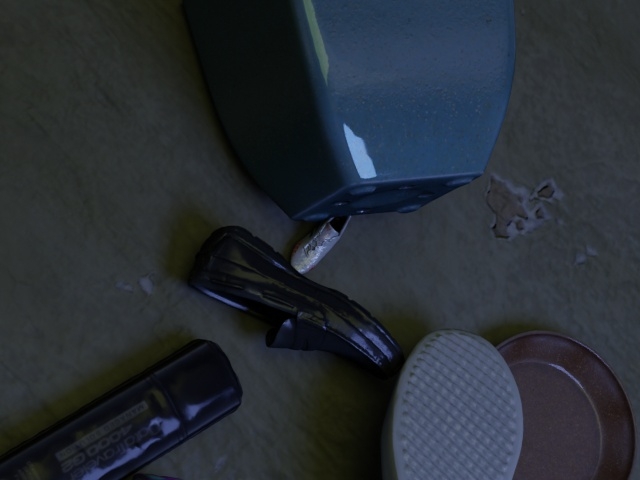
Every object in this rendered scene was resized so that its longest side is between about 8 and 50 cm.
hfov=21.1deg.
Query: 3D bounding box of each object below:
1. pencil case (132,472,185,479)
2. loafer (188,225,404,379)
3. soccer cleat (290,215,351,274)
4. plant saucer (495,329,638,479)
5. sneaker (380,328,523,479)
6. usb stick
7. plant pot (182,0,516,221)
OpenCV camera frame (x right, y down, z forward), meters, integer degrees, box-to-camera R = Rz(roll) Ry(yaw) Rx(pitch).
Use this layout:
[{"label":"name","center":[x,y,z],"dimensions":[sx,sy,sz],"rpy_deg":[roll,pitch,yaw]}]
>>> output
[{"label":"pencil case","center":[-0.147,0.282,1.507],"dimensions":[0.070,0.064,0.152],"rpy_deg":[42,52,-53]},{"label":"loafer","center":[-0.024,0.073,1.627],"dimensions":[0.223,0.076,0.078],"rpy_deg":[33,68,-7]},{"label":"soccer cleat","center":[0.000,0.000,1.679],"dimensions":[0.029,0.035,0.083],"rpy_deg":[46,60,-4]},{"label":"plant saucer","center":[0.226,0.190,1.724],"dimensions":[0.198,0.036,0.199],"rpy_deg":[8,70,-22]},{"label":"sneaker","center":[0.100,0.259,1.594],"dimensions":[0.135,0.150,0.366],"rpy_deg":[16,54,-11]},{"label":"usb stick","center":[-0.189,0.178,1.532],"dimensions":[0.278,0.045,0.077],"rpy_deg":[-30,96,-29]},{"label":"plant pot","center":[0.039,-0.157,1.633],"dimensions":[0.247,0.248,0.252],"rpy_deg":[-5,79,-26]}]
